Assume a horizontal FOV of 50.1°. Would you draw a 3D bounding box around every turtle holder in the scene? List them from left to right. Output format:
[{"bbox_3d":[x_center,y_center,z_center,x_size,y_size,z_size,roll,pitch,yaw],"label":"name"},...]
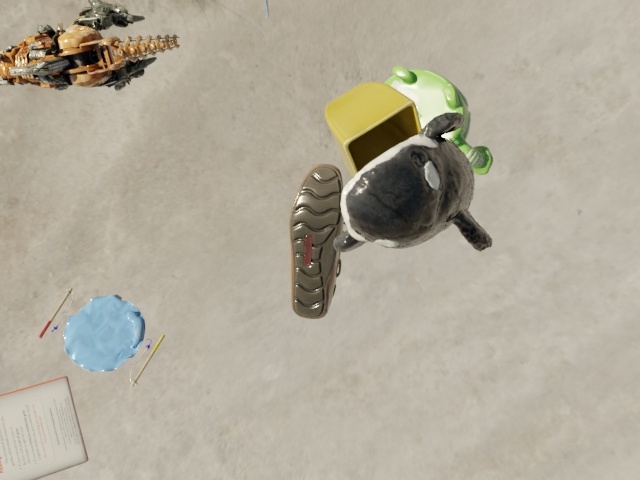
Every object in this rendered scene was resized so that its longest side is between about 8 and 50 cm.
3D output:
[{"bbox_3d":[0.301,-0.311,1.790,0.320,0.227,0.244,11,95,26],"label":"turtle holder"}]

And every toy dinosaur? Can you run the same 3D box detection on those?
[{"bbox_3d":[-0.391,-0.305,1.156,0.321,0.218,0.164,17,118,7],"label":"toy dinosaur"}]

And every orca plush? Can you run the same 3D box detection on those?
[{"bbox_3d":[0.097,-0.014,0.601,0.151,0.287,0.102,-45,80,-1],"label":"orca plush"}]

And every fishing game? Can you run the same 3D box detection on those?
[{"bbox_3d":[-0.500,0.215,1.587,0.264,0.041,0.189,22,65,5],"label":"fishing game"}]

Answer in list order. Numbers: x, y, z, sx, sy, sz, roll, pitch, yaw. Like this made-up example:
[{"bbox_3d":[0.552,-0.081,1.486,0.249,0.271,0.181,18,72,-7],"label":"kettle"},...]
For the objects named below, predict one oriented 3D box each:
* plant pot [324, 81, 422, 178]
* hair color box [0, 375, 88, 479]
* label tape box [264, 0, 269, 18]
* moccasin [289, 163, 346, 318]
[{"bbox_3d":[0.049,-0.114,0.699,0.081,0.081,0.083,-32,49,-4],"label":"plant pot"},{"bbox_3d":[-0.259,0.160,0.525,0.141,0.043,0.072,-13,80,-24],"label":"hair color box"},{"bbox_3d":[-0.162,-0.495,0.901,0.115,0.249,0.348,-13,65,2],"label":"label tape box"},{"bbox_3d":[0.003,0.000,1.681,0.139,0.147,0.380,2,104,13],"label":"moccasin"}]
